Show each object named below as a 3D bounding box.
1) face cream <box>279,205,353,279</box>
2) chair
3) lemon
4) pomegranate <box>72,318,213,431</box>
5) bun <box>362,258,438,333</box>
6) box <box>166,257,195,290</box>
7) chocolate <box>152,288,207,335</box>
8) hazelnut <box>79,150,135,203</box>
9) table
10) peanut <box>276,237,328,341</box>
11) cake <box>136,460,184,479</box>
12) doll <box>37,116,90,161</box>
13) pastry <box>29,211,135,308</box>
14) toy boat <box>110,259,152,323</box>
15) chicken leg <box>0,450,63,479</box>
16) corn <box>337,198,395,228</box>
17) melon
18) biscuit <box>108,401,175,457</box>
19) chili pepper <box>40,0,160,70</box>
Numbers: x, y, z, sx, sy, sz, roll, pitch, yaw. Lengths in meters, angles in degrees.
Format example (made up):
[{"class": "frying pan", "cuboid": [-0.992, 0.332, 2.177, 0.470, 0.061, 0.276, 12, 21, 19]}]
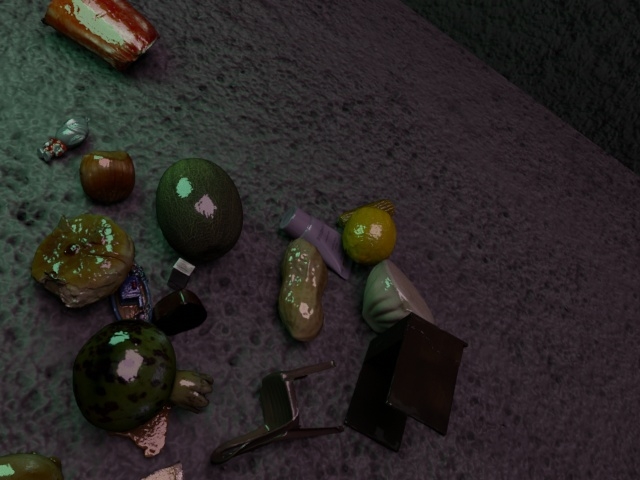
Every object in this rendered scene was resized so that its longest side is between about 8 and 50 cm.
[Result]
[{"class": "face cream", "cuboid": [0.000, 0.000, 1.745, 0.273, 0.096, 0.154, 34, 47, -21]}, {"class": "chair", "cuboid": [-0.119, 0.425, 1.356, 0.326, 0.175, 0.183, 0, 70, -35]}, {"class": "lemon", "cuboid": [0.157, -0.013, 1.744, 0.180, 0.181, 0.193, 4, 53, -25]}, {"class": "pomegranate", "cuboid": [-0.403, 0.325, 1.217, 0.306, 0.242, 0.242, 47, 49, -15]}, {"class": "bun", "cuboid": [0.215, 0.206, 1.678, 0.263, 0.175, 0.263, 49, 14, -17]}, {"class": "box", "cuboid": [-0.377, 0.095, 1.462, 0.050, 0.117, 0.036, 30, 54, -5]}, {"class": "chocolate", "cuboid": [-0.378, 0.177, 1.419, 0.148, 0.125, 0.080, -16, 52, -29]}, {"class": "hazelnut", "cuboid": [-0.591, -0.179, 1.514, 0.150, 0.150, 0.150, 13, 56, -20]}, {"class": "table", "cuboid": [0.236, 0.398, 1.505, 0.196, 0.250, 0.282, 31, 51, -8]}, {"class": "peanut", "cuboid": [-0.051, 0.144, 1.591, 0.149, 0.149, 0.313, 15, 55, -18]}, {"class": "cake", "cuboid": [-0.370, 0.548, 1.224, 0.121, 0.052, 0.065, -8, 67, -31]}, {"class": "doll", "cuboid": [-0.729, -0.294, 1.556, 0.094, 0.079, 0.180, 28, 62, 21]}, {"class": "pastry", "cuboid": [-0.584, 0.039, 1.343, 0.257, 0.121, 0.236, 28, 63, 26]}, {"class": "toy boat", "cuboid": [-0.482, 0.146, 1.390, 0.100, 0.097, 0.223, -9, 64, -28]}, {"class": "chicken leg", "cuboid": [-0.723, 0.506, 1.027, 0.429, 0.153, 0.201, -2, 46, -20]}, {"class": "corn", "cuboid": [0.158, -0.086, 1.880, 0.231, 0.080, 0.080, -19, 71, -30]}, {"class": "melon", "cuboid": [-0.341, -0.093, 1.520, 0.237, 0.237, 0.302, -5, 60, -30]}, {"class": "biscuit", "cuboid": [-0.431, 0.393, 1.300, 0.162, 0.035, 0.250, -7, 64, -31]}, {"class": "chili pepper", "cuboid": [-0.689, -0.681, 1.752, 0.305, 0.229, 0.251, 41, 11, -14]}]
